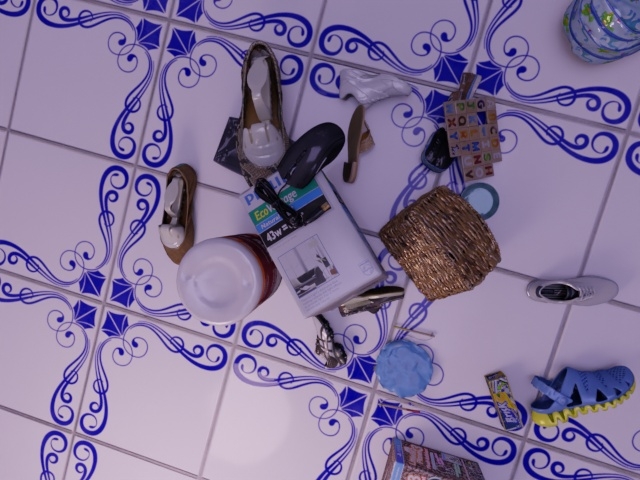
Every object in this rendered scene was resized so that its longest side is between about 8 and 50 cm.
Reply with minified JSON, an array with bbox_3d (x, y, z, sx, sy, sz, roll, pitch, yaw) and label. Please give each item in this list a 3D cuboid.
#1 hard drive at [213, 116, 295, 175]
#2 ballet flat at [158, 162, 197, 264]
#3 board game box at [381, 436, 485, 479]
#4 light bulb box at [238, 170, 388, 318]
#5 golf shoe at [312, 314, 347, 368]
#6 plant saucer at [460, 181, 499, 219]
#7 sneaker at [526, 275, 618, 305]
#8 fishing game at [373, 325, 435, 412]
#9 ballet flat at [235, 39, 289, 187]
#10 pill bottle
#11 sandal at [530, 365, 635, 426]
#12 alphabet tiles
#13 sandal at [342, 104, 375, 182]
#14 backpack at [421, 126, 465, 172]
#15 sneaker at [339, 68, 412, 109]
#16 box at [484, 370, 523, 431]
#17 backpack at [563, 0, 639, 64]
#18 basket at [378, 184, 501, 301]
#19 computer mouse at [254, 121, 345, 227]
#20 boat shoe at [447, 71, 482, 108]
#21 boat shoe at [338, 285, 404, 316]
[{"bbox_3d":[-0.204,-0.282,1.363,0.254,0.054,0.172,23,95,5],"label":"hard drive"},{"bbox_3d":[-0.475,-0.085,1.372,0.116,0.124,0.343,10,95,6],"label":"ballet flat"},{"bbox_3d":[0.342,0.804,1.318,0.290,0.141,0.232,14,95,6],"label":"board game box"},{"bbox_3d":[0.000,0.000,1.178,0.225,0.358,0.361,-31,79,7],"label":"light bulb box"},{"bbox_3d":[0.008,0.330,1.363,0.093,0.077,0.198,-29,89,8],"label":"golf shoe"},{"bbox_3d":[0.495,-0.121,1.305,0.119,0.021,0.120,0,93,7],"label":"plant saucer"},{"bbox_3d":[0.765,0.159,1.254,0.257,0.091,0.094,-5,93,7],"label":"sneaker"},{"bbox_3d":[0.268,0.415,1.357,0.188,0.041,0.265,8,86,6],"label":"fishing game"},{"bbox_3d":[-0.178,-0.367,1.241,0.163,0.182,0.484,-4,79,-4],"label":"ballet flat"},{"bbox_3d":[-0.232,0.092,1.218,0.223,0.392,0.224,0,94,6],"label":"pill bottle"},{"bbox_3d":[0.775,0.443,1.259,0.317,0.126,0.138,-24,86,6],"label":"sandal"},{"bbox_3d":[0.460,-0.302,1.249,0.198,0.009,0.238,-14,98,-23],"label":"alphabet tiles"},{"bbox_3d":[0.132,-0.299,1.325,0.079,0.088,0.240,5,102,-25],"label":"sandal"},{"bbox_3d":[0.365,-0.268,1.278,0.104,0.084,0.114,32,86,-2],"label":"backpack"},{"bbox_3d":[0.166,-0.458,1.301,0.231,0.090,0.116,13,102,15],"label":"sneaker"},{"bbox_3d":[0.576,0.505,1.316,0.059,0.054,0.169,-19,90,7],"label":"box"},{"bbox_3d":[0.855,-0.655,1.136,0.355,0.273,0.290,-31,96,20],"label":"backpack"},{"bbox_3d":[0.368,0.005,1.293,0.213,0.223,0.299,-38,88,-26],"label":"basket"},{"bbox_3d":[-0.026,-0.157,0.989,0.262,0.060,0.184,-41,75,4],"label":"computer mouse"},{"bbox_3d":[0.424,-0.426,1.279,0.066,0.066,0.183,25,86,9],"label":"boat shoe"},{"bbox_3d":[0.163,0.198,1.340,0.223,0.080,0.074,-12,97,13],"label":"boat shoe"}]
